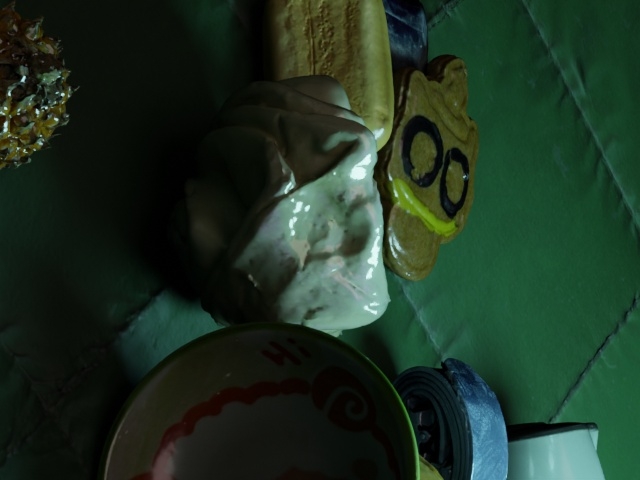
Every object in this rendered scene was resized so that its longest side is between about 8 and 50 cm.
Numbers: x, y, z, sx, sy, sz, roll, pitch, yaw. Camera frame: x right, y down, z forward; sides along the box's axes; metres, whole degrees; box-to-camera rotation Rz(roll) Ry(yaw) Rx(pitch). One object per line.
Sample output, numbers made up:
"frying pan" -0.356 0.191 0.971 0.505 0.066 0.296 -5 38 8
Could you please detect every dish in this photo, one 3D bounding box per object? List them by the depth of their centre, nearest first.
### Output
"dish" -0.049 0.251 1.884 0.124 0.324 0.324 49 42 -66

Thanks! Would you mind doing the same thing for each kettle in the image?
"kettle" 0.246 0.336 2.276 0.221 0.161 0.236 -6 83 -17

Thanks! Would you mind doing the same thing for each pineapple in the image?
"pineapple" -0.292 -0.150 1.803 0.161 0.137 0.176 57 45 -22

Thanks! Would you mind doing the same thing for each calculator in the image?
"calculator" 0.060 -0.191 2.279 0.177 0.040 0.268 22 70 -41

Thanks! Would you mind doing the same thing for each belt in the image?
"belt" 0.140 0.232 2.180 0.082 0.141 0.190 7 72 -48

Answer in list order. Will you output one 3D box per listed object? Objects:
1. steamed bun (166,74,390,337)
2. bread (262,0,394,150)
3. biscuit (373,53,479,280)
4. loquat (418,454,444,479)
"steamed bun" -0.056 -0.030 1.967 0.207 0.268 0.280 -8 108 -12
"bread" 0.008 -0.189 2.156 0.098 0.147 0.217 89 0 -75
"biscuit" 0.133 -0.092 2.295 0.208 0.041 0.290 38 62 -51
"loquat" 0.038 0.302 2.024 0.213 0.213 0.213 14 70 -45
